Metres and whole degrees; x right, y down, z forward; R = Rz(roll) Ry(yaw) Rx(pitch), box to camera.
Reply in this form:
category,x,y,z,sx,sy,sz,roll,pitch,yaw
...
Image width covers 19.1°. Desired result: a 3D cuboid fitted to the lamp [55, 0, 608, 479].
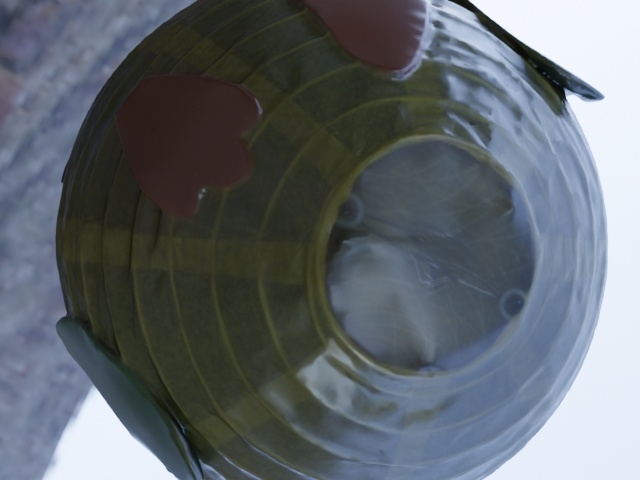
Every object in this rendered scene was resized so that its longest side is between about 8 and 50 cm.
category,x,y,z,sx,sy,sz,roll,pitch,yaw
lamp,0.000,0.000,0.863,0.250,0.250,0.284,-65,-164,-7
